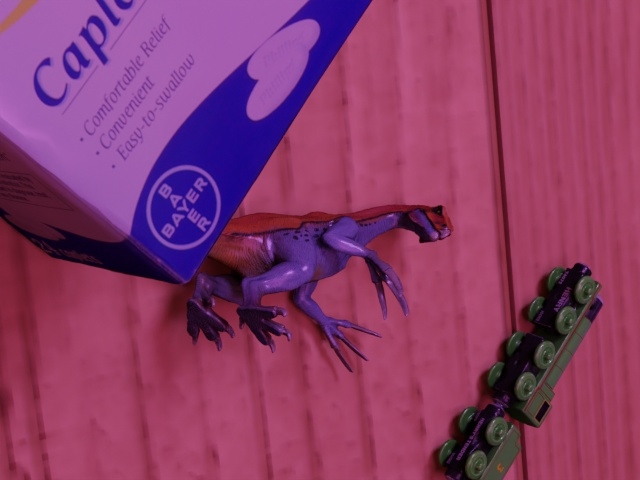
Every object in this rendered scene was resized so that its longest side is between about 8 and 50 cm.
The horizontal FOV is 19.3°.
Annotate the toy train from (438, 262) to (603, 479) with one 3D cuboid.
[{"bbox_3d":[0.066,0.045,0.596,0.083,0.017,0.024,-56,132,-14],"label":"toy train"}]

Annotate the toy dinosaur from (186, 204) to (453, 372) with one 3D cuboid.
[{"bbox_3d":[0.000,0.000,0.532,0.090,0.047,0.082,56,48,-16],"label":"toy dinosaur"}]

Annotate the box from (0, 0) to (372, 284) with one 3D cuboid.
[{"bbox_3d":[-0.062,-0.079,0.455,0.137,0.072,0.126,41,74,-31],"label":"box"}]
